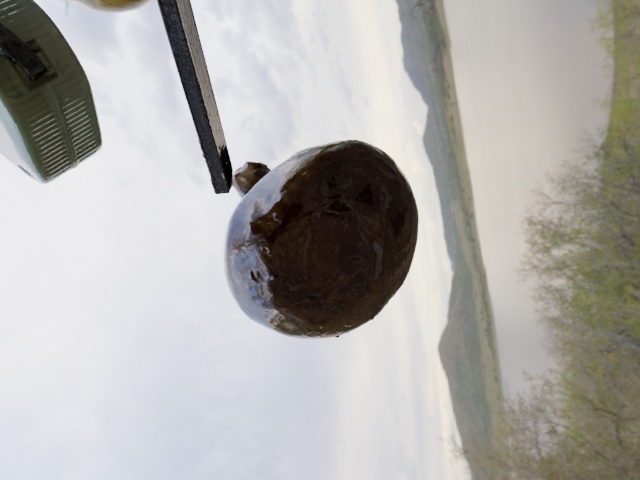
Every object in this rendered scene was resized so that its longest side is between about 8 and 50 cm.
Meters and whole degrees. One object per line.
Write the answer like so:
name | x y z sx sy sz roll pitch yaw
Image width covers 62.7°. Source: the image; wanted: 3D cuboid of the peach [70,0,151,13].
peach | -0.271 -0.370 0.654 0.179 0.179 0.103 63 -177 -46

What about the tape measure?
tape measure | -0.349 -0.185 0.539 0.115 0.235 0.207 -45 -10 -26

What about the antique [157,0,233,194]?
antique | -0.090 -0.111 0.381 0.192 0.015 0.031 84 -174 -49

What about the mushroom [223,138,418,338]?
mushroom | 0.007 0.010 0.869 0.239 0.345 0.345 -80 -24 -59
